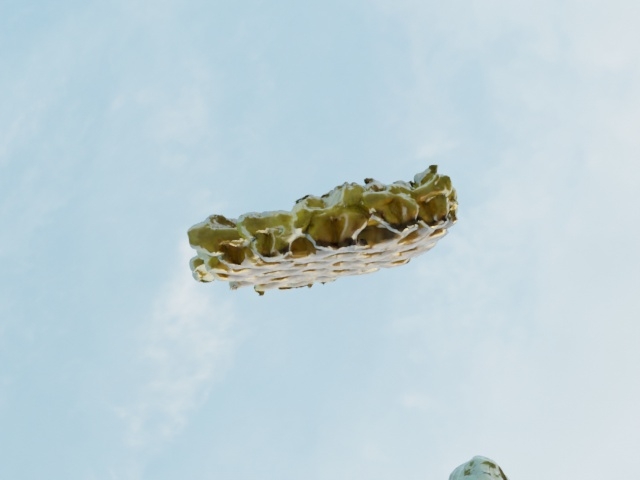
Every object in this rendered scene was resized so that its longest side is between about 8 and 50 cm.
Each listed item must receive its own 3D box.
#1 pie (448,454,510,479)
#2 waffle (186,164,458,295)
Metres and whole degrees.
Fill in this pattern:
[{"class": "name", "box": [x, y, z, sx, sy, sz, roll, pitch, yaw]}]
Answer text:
[{"class": "pie", "box": [0.173, 0.341, 0.941, 0.071, 0.306, 0.306, -14, -94, -3]}, {"class": "waffle", "box": [0.000, 0.000, 0.915, 0.243, 0.238, 0.058, -11, -100, 3]}]
